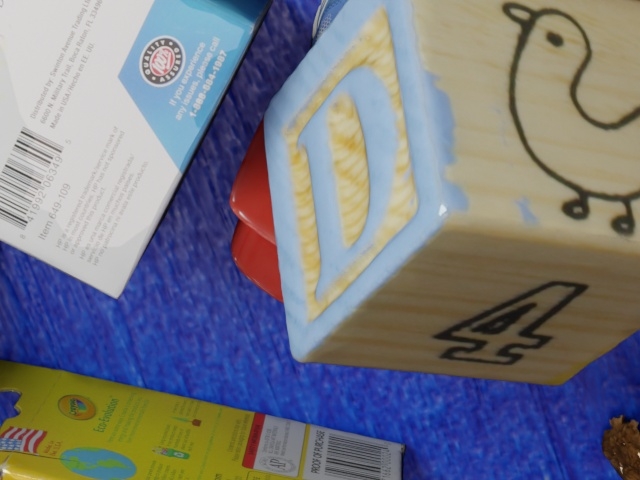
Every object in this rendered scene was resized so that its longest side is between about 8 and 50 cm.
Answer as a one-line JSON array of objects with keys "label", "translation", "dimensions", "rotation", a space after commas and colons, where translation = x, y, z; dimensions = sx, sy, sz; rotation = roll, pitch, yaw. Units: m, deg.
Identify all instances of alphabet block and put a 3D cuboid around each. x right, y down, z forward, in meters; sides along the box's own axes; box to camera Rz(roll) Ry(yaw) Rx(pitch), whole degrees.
[{"label": "alphabet block", "translation": [0.097, -0.036, 0.966], "dimensions": [0.197, 0.192, 0.193], "rotation": [6, 151, -26]}]

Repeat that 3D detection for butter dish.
[{"label": "butter dish", "translation": [0.000, 0.000, 1.103], "dimensions": [0.160, 0.160, 0.118], "rotation": [32, 129, -10]}]

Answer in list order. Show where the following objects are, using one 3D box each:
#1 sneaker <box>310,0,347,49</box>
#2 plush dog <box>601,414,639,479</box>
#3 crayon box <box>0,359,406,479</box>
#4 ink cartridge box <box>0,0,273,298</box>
[{"label": "sneaker", "translation": [0.128, -0.195, 1.032], "dimensions": [0.330, 0.147, 0.130], "rotation": [-37, 100, 11]}, {"label": "plush dog", "translation": [0.342, 0.147, 1.118], "dimensions": [0.225, 0.210, 0.262], "rotation": [-33, 129, -4]}, {"label": "crayon box", "translation": [-0.103, 0.179, 1.112], "dimensions": [0.318, 0.202, 0.081], "rotation": [13, 105, 0]}, {"label": "ink cartridge box", "translation": [-0.196, -0.129, 1.036], "dimensions": [0.270, 0.197, 0.198], "rotation": [27, 105, -5]}]
